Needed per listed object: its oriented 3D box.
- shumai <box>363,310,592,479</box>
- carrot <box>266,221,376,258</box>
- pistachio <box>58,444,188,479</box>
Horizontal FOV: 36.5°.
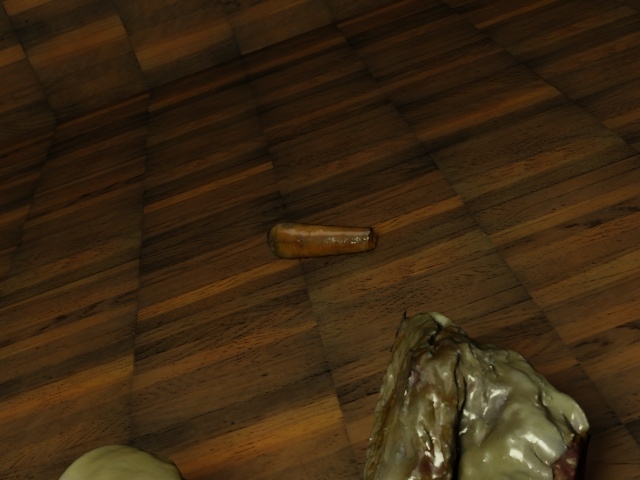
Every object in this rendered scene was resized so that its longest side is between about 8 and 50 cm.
[{"bbox_3d":[0.142,0.182,0.848,0.185,0.184,0.218,18,17,-1],"label":"shumai"},{"bbox_3d":[0.000,0.000,1.378,0.161,0.055,0.055,2,33,24],"label":"carrot"},{"bbox_3d":[-0.172,0.294,0.811,0.197,0.166,0.288,-38,26,17],"label":"pistachio"}]
